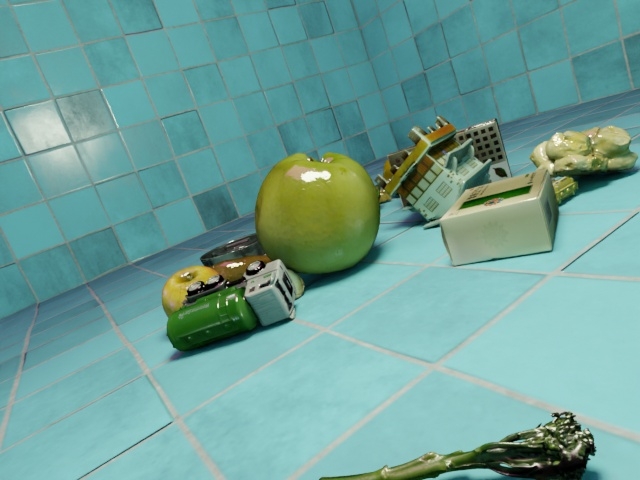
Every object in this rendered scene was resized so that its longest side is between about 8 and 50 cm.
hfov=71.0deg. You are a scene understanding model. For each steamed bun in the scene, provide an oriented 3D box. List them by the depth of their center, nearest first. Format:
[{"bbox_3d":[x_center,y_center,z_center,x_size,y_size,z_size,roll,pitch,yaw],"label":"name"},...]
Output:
[{"bbox_3d":[0.566,-0.195,0.988,0.177,0.106,0.192,-4,1,-7],"label":"steamed bun"}]

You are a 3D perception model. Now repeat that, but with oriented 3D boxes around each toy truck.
[{"bbox_3d":[-0.170,0.128,0.851,0.242,0.101,0.125,-21,24,11],"label":"toy truck"},{"bbox_3d":[0.470,-0.096,0.921,0.123,0.052,0.062,-25,19,-30],"label":"toy truck"}]

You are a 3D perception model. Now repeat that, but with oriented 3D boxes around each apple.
[{"bbox_3d":[-0.274,0.129,0.989,0.146,0.147,0.146,-19,12,4],"label":"apple"},{"bbox_3d":[-0.006,-0.064,1.017,0.291,0.254,0.292,0,24,0],"label":"apple"}]

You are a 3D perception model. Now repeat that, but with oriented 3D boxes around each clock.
[{"bbox_3d":[-0.285,0.034,1.592,0.280,0.056,0.280,-19,12,4],"label":"clock"}]

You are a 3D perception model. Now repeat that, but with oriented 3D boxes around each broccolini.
[{"bbox_3d":[0.095,0.172,0.352,0.218,0.042,0.044,-17,11,23],"label":"broccolini"}]

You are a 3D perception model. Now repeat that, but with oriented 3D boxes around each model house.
[{"bbox_3d":[0.297,-0.167,1.138,0.224,0.215,0.198,-32,-15,-49],"label":"model house"}]

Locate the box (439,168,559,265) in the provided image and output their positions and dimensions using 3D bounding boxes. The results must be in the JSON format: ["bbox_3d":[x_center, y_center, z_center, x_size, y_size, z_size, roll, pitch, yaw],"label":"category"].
[{"bbox_3d":[0.331,-0.045,0.822,0.168,0.095,0.212,-15,12,34],"label":"box"}]

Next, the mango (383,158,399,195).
[{"bbox_3d":[0.312,-0.232,1.580,0.130,0.167,0.262,-37,18,-11],"label":"mango"}]

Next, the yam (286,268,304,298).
[{"bbox_3d":[-0.100,0.095,0.975,0.069,0.070,0.146,-29,16,-38],"label":"yam"}]

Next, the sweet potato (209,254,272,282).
[{"bbox_3d":[-0.225,0.084,1.208,0.345,0.079,0.108,-21,-1,-18],"label":"sweet potato"}]

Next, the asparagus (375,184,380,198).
[{"bbox_3d":[0.069,-0.089,1.500,0.342,0.085,0.082,-29,25,-15],"label":"asparagus"}]

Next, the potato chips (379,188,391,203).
[{"bbox_3d":[0.062,-0.113,1.673,0.406,0.057,0.080,-19,8,7],"label":"potato chips"}]

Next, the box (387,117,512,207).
[{"bbox_3d":[0.375,-0.219,1.323,0.324,0.181,0.047,-14,12,30],"label":"box"}]
